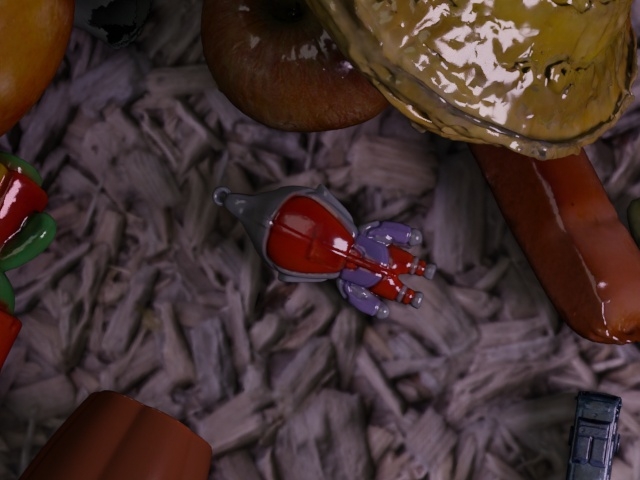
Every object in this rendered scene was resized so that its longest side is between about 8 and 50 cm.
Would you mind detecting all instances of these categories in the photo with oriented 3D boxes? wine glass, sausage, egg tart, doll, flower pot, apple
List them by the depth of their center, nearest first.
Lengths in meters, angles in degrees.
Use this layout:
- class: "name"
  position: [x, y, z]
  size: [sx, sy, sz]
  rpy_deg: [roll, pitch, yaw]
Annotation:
- class: "egg tart"
  position: [0.151, -0.281, 1.700]
  size: [0.178, 0.443, 0.443]
  rpy_deg: [-34, 74, 40]
- class: "flower pot"
  position: [-0.195, 0.241, 1.793]
  size: [0.190, 0.190, 0.173]
  rpy_deg: [22, 74, 12]
- class: "sausage"
  position: [0.209, -0.052, 1.806]
  size: [0.094, 0.097, 0.348]
  rpy_deg: [-37, 73, 46]
- class: "apple"
  position: [-0.008, -0.203, 1.826]
  size: [0.211, 0.188, 0.211]
  rpy_deg: [-3, 78, 12]
- class: "doll"
  position: [0.000, 0.000, 1.846]
  size: [0.227, 0.075, 0.102]
  rpy_deg: [22, 94, 3]
- class: "doll"
  position: [-0.384, 0.079, 1.854]
  size: [0.182, 0.160, 0.363]
  rpy_deg: [18, 84, 11]
- class: "wine glass"
  position: [-0.262, -0.272, 1.935]
  size: [0.195, 0.079, 0.079]
  rpy_deg: [36, 88, 14]

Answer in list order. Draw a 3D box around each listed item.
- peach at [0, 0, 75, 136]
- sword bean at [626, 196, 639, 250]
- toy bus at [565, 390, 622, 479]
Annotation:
- class: "peach"
  position: [-0.381, -0.207, 1.762]
  size: [0.332, 0.308, 0.308]
  rpy_deg: [-28, 77, -10]
- class: "sword bean"
  position: [0.341, 0.084, 1.794]
  size: [0.043, 0.038, 0.269]
  rpy_deg: [-20, 77, 7]
- class: "toy bus"
  position: [0.246, 0.222, 1.772]
  size: [0.047, 0.065, 0.166]
  rpy_deg: [8, 83, 12]
